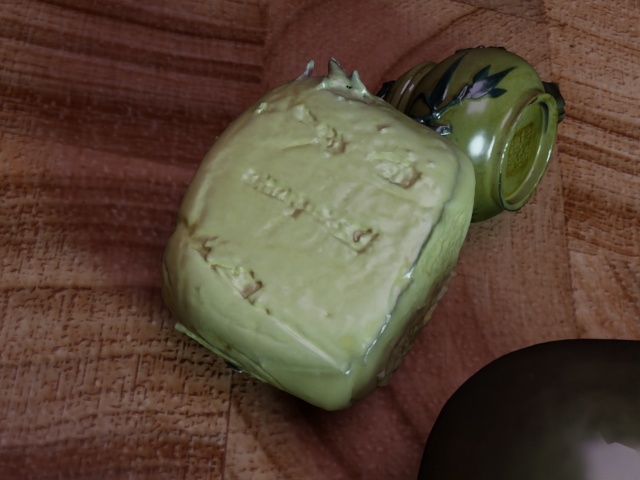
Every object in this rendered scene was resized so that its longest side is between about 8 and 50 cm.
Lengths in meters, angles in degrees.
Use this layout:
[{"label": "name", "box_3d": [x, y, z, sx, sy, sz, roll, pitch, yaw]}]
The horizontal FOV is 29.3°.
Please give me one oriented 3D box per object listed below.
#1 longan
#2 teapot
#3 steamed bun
[{"label": "longan", "box_3d": [0.203, 0.193, 0.935, 0.258, 0.258, 0.258, 9, 53, -12]}, {"label": "teapot", "box_3d": [0.135, -0.117, 1.215, 0.182, 0.173, 0.269, 21, 36, 29]}, {"label": "steamed bun", "box_3d": [0.000, 0.000, 1.061, 0.232, 0.166, 0.273, 23, 70, 14]}]
